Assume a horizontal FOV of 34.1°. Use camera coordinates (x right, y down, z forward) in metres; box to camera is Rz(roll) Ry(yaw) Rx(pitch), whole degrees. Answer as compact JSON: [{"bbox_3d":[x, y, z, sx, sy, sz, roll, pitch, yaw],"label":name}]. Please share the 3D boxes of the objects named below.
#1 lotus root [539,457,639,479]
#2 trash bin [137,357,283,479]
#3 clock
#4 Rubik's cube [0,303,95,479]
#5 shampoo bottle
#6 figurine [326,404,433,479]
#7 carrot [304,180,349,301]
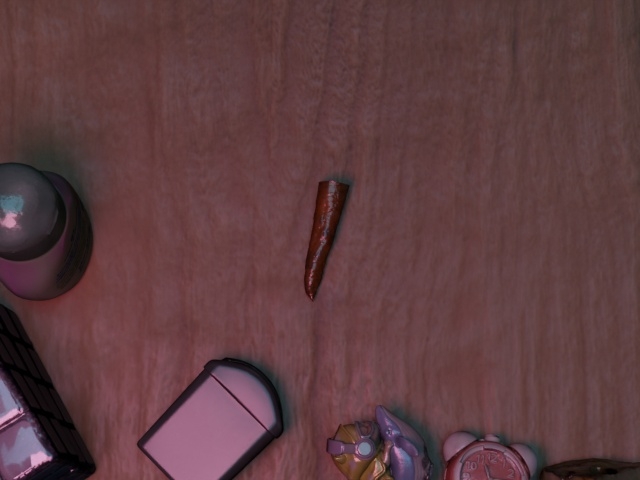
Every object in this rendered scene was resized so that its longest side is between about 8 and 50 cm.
[{"bbox_3d":[0.491,0.517,1.738,0.142,0.210,0.314,7,68,-37],"label":"lotus root"},{"bbox_3d":[-0.176,0.318,1.789,0.177,0.101,0.236,44,82,6],"label":"trash bin"},{"bbox_3d":[0.283,0.414,1.789,0.166,0.092,0.162,12,68,1],"label":"clock"},{"bbox_3d":[-0.604,0.305,1.656,0.344,0.337,0.343,-32,80,-7],"label":"Rubik's cube"},{"bbox_3d":[-0.481,-0.023,1.727,0.151,0.349,0.221,12,77,0],"label":"shampoo bottle"},{"bbox_3d":[0.099,0.384,1.768,0.184,0.128,0.208,5,81,2],"label":"figurine"},{"bbox_3d":[0.000,0.000,1.895,0.057,0.057,0.224,13,82,1],"label":"carrot"}]
